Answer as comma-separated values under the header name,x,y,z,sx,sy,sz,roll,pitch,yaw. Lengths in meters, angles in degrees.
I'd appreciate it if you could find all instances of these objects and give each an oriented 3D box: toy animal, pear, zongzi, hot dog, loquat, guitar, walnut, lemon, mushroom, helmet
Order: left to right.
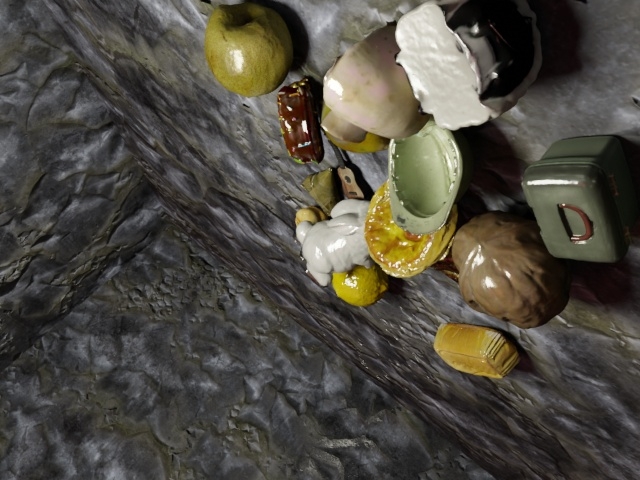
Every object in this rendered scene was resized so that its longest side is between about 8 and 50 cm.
name,x,y,z,sx,sy,sz,roll,pitch,yaw
pear,-0.171,-0.454,1.134,0.228,0.188,0.211,32,152,21
zongzi,0.037,-0.154,1.471,0.160,0.078,0.176,46,155,-19
guitar,0.064,-0.229,1.336,0.084,0.038,0.271,9,136,48
toy animal,0.084,-0.017,1.434,0.258,0.194,0.357,37,136,-10
loquat,0.083,-0.278,1.085,0.195,0.152,0.152,32,157,4
lemon,0.139,0.137,1.657,0.231,0.192,0.192,20,149,30
mushroom,0.106,-0.265,0.890,0.173,0.162,0.236,48,129,12
helmet,0.255,-0.145,1.000,0.204,0.137,0.257,15,107,54
hot dog,0.360,0.060,1.273,0.270,0.082,0.162,26,164,39
toy animal,0.239,-0.304,0.759,0.208,0.156,0.204,59,156,-15
walnut,0.413,0.061,1.007,0.227,0.273,0.273,-19,119,33

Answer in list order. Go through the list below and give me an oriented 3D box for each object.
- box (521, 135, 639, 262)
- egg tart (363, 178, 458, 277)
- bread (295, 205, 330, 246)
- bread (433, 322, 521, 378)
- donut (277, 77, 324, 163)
name,x,y,z,sx,sy,sz,roll,pitch,yaw
box,0.464,-0.071,0.819,0.148,0.129,0.210,8,139,54
egg tart,0.237,-0.043,1.183,0.116,0.294,0.295,10,-179,-38
bread,0.000,0.000,1.723,0.173,0.121,0.311,53,165,38
bread,0.503,0.356,1.523,0.152,0.119,0.288,46,159,-13
donut,-0.050,-0.298,1.171,0.230,0.096,0.216,-96,-5,-55
